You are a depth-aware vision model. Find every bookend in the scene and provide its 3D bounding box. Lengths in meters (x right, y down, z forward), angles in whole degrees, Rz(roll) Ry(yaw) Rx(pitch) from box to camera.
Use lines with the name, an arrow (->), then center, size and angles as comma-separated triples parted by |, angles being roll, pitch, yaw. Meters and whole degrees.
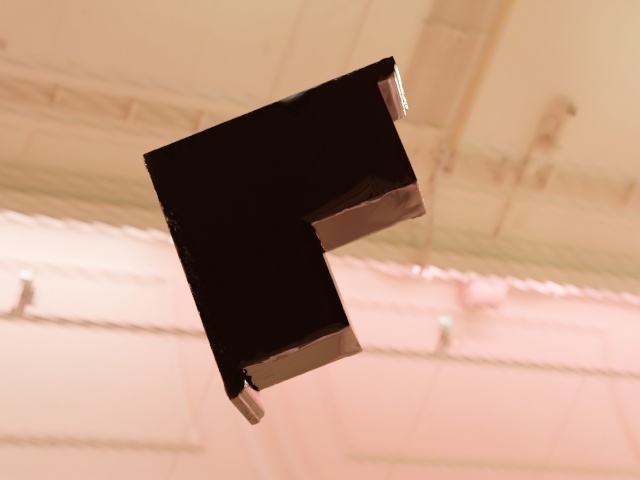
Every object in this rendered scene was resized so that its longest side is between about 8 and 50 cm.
bookend -> 0.000, 0.000, 0.971 | 0.072, 0.157, 0.156 | 64, -176, -70
